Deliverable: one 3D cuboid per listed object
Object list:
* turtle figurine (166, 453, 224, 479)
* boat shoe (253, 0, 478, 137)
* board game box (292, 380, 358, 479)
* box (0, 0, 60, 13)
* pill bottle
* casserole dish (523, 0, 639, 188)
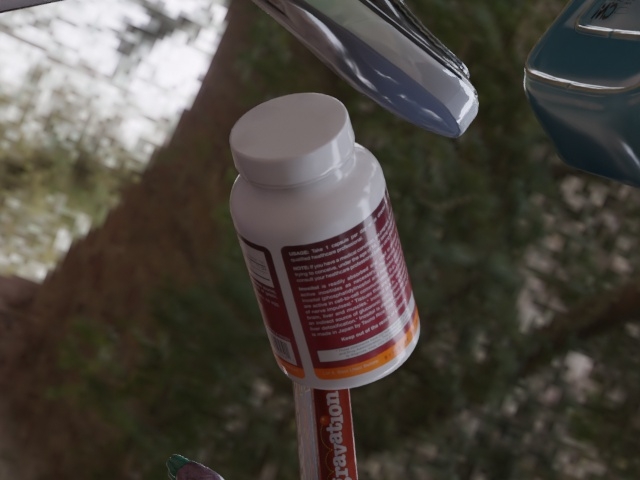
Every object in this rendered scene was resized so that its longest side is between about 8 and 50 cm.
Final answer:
[{"bbox_3d":[-0.139,0.282,1.434,0.234,0.118,0.175,-54,164,-32],"label":"turtle figurine"},{"bbox_3d":[0.013,-0.200,1.458,0.306,0.113,0.105,39,-102,20],"label":"boat shoe"},{"bbox_3d":[-0.002,0.084,1.329,0.145,0.027,0.281,101,-15,-70],"label":"board game box"},{"bbox_3d":[-0.164,-0.300,1.290,0.127,0.231,0.262,-130,-152,-66],"label":"box"},{"bbox_3d":[0.000,0.000,1.063,0.086,0.152,0.086,-10,-145,7],"label":"pill bottle"},{"bbox_3d":[0.125,-0.075,0.684,0.114,0.037,0.188,-50,-167,0],"label":"casserole dish"}]
